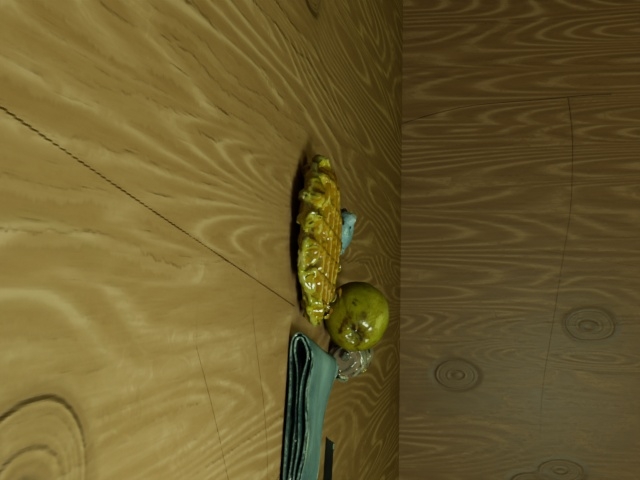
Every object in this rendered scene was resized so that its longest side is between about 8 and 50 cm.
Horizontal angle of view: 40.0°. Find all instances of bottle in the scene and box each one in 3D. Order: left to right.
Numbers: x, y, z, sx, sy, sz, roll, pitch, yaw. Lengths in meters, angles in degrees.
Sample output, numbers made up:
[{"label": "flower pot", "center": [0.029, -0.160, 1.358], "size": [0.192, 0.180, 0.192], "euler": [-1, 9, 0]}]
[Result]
[{"label": "bottle", "center": [0.065, 0.275, 2.053], "size": [0.152, 0.099, 0.099], "euler": [-9, 99, -75]}]

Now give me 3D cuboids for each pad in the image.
[{"label": "pad", "center": [0.017, 0.555, 2.022], "size": [0.116, 0.004, 0.193], "euler": [64, 29, -67]}]

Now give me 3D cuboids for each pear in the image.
[{"label": "pear", "center": [0.080, 0.168, 1.962], "size": [0.162, 0.149, 0.149], "euler": [-93, 177, -58]}]

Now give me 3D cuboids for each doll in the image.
[{"label": "doll", "center": [0.041, -0.062, 1.931], "size": [0.120, 0.075, 0.180], "euler": [-78, 166, -67]}]

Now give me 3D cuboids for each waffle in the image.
[{"label": "waffle", "center": [0.000, 0.000, 1.737], "size": [0.325, 0.068, 0.302], "euler": [-72, 159, -55]}]

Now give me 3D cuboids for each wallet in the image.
[{"label": "wallet", "center": [-0.020, 0.338, 1.677], "size": [0.251, 0.054, 0.290], "euler": [54, 39, -71]}]
